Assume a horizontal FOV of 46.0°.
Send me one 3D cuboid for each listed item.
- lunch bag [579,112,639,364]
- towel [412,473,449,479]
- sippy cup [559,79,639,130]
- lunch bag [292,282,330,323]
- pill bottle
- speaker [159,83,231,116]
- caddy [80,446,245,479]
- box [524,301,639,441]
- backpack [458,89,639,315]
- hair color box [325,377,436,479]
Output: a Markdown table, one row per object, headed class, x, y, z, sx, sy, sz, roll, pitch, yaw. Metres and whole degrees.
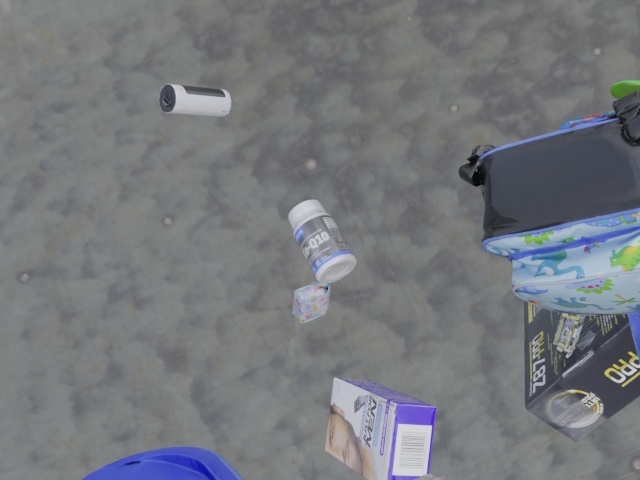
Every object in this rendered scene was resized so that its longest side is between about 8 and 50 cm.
| class | x | y | z | sx | sy | sz | roll | pitch | yaw |
| --- | --- | --- | --- | --- | --- | --- | --- | --- | --- |
| lunch bag | 0.283 | 0.008 | 0.536 | 0.138 | 0.293 | 0.221 | -11 | 93 | 43 |
| towel | 0.057 | 0.374 | 0.991 | 0.282 | 0.187 | 0.049 | -16 | 84 | -10 |
| sippy cup | 0.614 | -0.171 | 1.558 | 0.224 | 0.240 | 0.305 | 3 | 33 | 36 |
| lunch bag | -0.018 | 0.135 | 1.678 | 0.083 | 0.071 | 0.053 | -19 | 46 | -25 |
| pill bottle | 0.000 | 0.000 | 1.328 | 0.078 | 0.078 | 0.137 | -28 | 64 | -3 |
| speaker | -0.238 | -0.265 | 1.435 | 0.055 | 0.136 | 0.055 | 4 | 96 | 43 |
| caddy | -0.089 | 0.222 | 0.283 | 0.241 | 0.341 | 0.179 | -23 | 96 | -19 |
| box | 0.401 | 0.024 | 0.993 | 0.097 | 0.318 | 0.395 | 35 | 33 | -8 |
| backpack | 0.143 | -0.007 | 0.364 | 0.105 | 0.114 | 0.084 | -16 | 71 | 43 |
| hair color box | 0.126 | 0.429 | 1.702 | 0.110 | 0.339 | 0.185 | 9 | 86 | -19 |
